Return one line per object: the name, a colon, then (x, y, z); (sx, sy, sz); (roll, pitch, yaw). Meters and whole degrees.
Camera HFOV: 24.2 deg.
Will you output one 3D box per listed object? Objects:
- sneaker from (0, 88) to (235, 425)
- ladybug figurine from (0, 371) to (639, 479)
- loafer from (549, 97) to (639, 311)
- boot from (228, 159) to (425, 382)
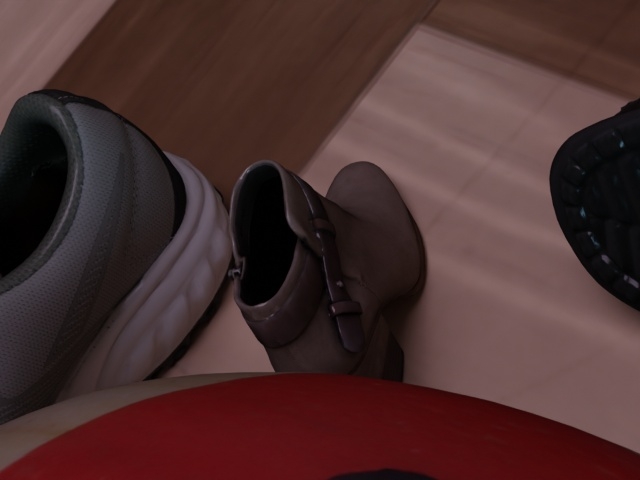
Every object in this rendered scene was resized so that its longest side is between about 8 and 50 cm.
sneaker: (-0.141, 0.064, 0.533); (0.100, 0.108, 0.271); (18, 71, 37)
ladybug figurine: (0.014, 0.174, 0.320); (0.449, 0.162, 0.305); (28, 75, 41)
loafer: (0.176, -0.024, 0.432); (0.220, 0.080, 0.078); (-6, 23, 30)
boot: (0.000, 0.000, 0.503); (0.042, 0.087, 0.118); (-22, 49, 19)
